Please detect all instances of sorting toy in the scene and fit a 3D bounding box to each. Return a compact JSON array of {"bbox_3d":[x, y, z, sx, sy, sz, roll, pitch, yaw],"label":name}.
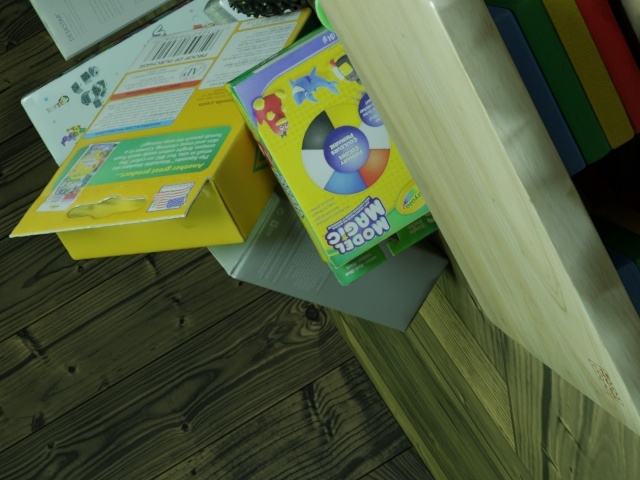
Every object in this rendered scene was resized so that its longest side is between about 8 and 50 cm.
[{"bbox_3d":[0.117,-0.050,0.820,0.257,0.089,0.255,60,175,-17],"label":"sorting toy"}]

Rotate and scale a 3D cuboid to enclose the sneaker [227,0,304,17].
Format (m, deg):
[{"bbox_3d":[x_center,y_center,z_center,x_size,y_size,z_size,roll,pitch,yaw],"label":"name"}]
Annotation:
[{"bbox_3d":[-0.066,-0.283,1.336,0.237,0.085,0.086,63,-160,-65],"label":"sneaker"}]

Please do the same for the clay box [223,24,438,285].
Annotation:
[{"bbox_3d":[0.023,-0.076,1.314,0.222,0.127,0.053,60,172,-15],"label":"clay box"}]

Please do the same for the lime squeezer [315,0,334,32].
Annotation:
[{"bbox_3d":[0.008,-0.206,1.137,0.310,0.059,0.110,58,174,3],"label":"lime squeezer"}]

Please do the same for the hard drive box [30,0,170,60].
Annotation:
[{"bbox_3d":[-0.301,-0.388,2.001,0.181,0.232,0.089,63,173,-27],"label":"hard drive box"}]

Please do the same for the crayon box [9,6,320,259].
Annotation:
[{"bbox_3d":[-0.132,-0.089,1.400,0.083,0.203,0.323,63,-144,-32],"label":"crayon box"}]

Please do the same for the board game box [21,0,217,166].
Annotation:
[{"bbox_3d":[-0.214,-0.213,1.782,0.097,0.303,0.224,61,174,-12],"label":"board game box"}]

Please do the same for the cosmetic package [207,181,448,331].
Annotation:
[{"bbox_3d":[0.000,0.000,1.493,0.238,0.107,0.127,24,-165,-36],"label":"cosmetic package"}]

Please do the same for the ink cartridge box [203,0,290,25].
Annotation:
[{"bbox_3d":[-0.024,-0.198,1.606,0.232,0.066,0.189,39,178,-12],"label":"ink cartridge box"}]
